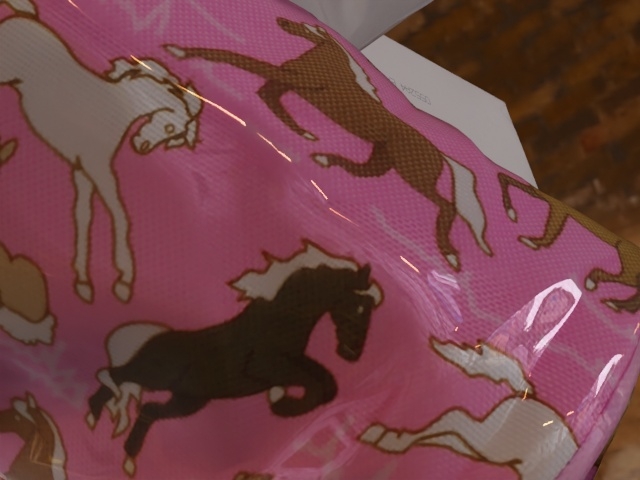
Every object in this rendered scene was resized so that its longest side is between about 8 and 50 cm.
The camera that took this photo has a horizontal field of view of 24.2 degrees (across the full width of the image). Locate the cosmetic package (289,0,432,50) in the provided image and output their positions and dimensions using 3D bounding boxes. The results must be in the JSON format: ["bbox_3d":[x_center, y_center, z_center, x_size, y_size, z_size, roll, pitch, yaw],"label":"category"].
[{"bbox_3d":[-0.054,-0.178,0.560,0.127,0.107,0.238,3,-55,45],"label":"cosmetic package"}]

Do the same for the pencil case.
[{"bbox_3d":[-0.088,-0.017,0.444,0.386,0.160,0.167,33,-49,5],"label":"pencil case"}]

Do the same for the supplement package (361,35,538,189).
[{"bbox_3d":[0.000,0.000,0.800,0.145,0.204,0.262,-36,-37,30],"label":"supplement package"}]
